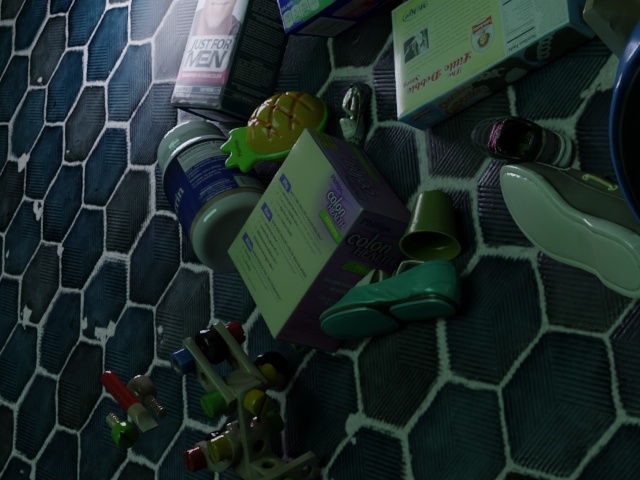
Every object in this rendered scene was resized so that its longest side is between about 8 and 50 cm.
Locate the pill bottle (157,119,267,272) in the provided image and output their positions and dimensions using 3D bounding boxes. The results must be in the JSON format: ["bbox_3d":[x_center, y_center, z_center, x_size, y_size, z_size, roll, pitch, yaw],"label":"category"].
[{"bbox_3d":[-0.173,-0.079,2.133,0.153,0.153,0.264,-57,39,21],"label":"pill bottle"}]

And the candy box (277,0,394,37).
[{"bbox_3d":[0.032,-0.514,2.008,0.268,0.122,0.317,-26,72,44],"label":"candy box"}]

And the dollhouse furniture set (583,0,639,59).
[{"bbox_3d":[0.334,-0.305,1.419,0.256,0.362,0.394,-28,27,42],"label":"dollhouse furniture set"}]

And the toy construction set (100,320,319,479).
[{"bbox_3d":[-0.135,0.269,1.846,0.237,0.309,0.257,38,115,46],"label":"toy construction set"}]

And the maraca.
[{"bbox_3d":[-0.072,-0.171,2.057,0.186,0.099,0.127,-26,41,6],"label":"maraca"}]

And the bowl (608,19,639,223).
[{"bbox_3d":[0.446,-0.085,1.176,0.391,0.391,0.077,-23,18,46],"label":"bowl"}]

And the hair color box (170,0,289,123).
[{"bbox_3d":[-0.136,-0.381,2.244,0.174,0.105,0.347,10,84,53],"label":"hair color box"}]

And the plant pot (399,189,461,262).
[{"bbox_3d":[0.152,-0.024,1.764,0.083,0.083,0.079,-29,43,43],"label":"plant pot"}]

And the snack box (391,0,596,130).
[{"bbox_3d":[0.227,-0.298,1.780,0.322,0.060,0.187,-26,56,44],"label":"snack box"}]

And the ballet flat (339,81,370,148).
[{"bbox_3d":[0.048,-0.190,1.986,0.041,0.041,0.114,-6,72,51],"label":"ballet flat"}]

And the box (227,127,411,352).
[{"bbox_3d":[0.000,0.000,1.909,0.243,0.117,0.213,-57,39,22],"label":"box"}]

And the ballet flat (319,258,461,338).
[{"bbox_3d":[0.102,0.076,1.789,0.247,0.083,0.087,-17,48,45],"label":"ballet flat"}]

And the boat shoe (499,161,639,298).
[{"bbox_3d":[0.321,-0.027,1.529,0.305,0.091,0.109,40,151,56],"label":"boat shoe"}]

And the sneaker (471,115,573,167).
[{"bbox_3d":[0.246,-0.133,1.678,0.170,0.075,0.063,24,95,53],"label":"sneaker"}]
